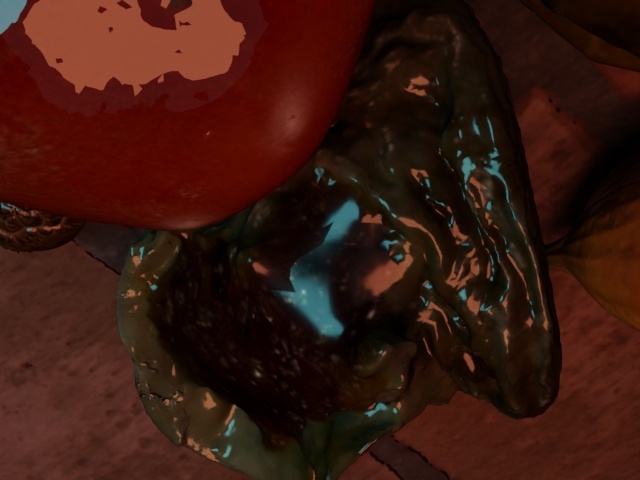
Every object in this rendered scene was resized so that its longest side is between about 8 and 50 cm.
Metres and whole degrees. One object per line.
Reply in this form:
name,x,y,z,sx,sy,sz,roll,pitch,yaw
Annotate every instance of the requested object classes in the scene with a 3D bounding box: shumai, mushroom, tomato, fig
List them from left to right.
mushroom,-0.202,-0.049,1.250,0.109,0.085,0.126,-2,119,-6
tomato,-0.122,-0.166,1.049,0.293,0.290,0.325,24,102,-22
shumai,0.000,0.000,1.205,0.289,0.292,0.330,-13,100,8
fig,0.231,0.019,1.322,0.231,0.143,0.160,-33,158,14

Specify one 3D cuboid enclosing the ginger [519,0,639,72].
ginger,0.167,-0.212,1.139,0.321,0.165,0.172,39,128,-18
